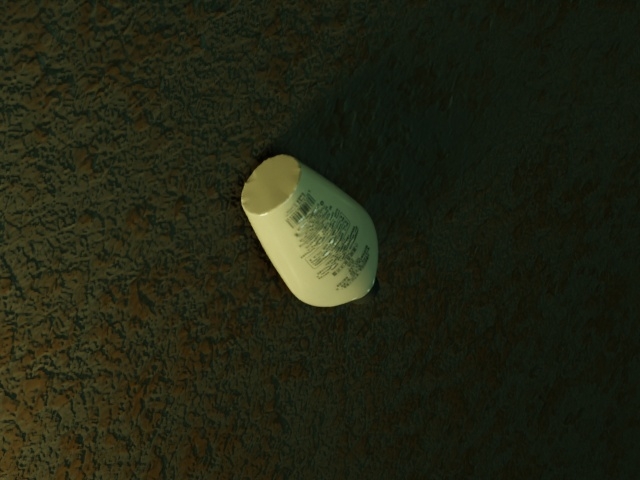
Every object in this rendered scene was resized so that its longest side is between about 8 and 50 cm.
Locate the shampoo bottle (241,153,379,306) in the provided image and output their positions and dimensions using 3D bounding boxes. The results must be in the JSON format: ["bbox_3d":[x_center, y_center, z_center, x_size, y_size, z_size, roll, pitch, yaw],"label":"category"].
[{"bbox_3d":[0.000,0.000,2.173,0.127,0.078,0.257,-55,141,-12],"label":"shampoo bottle"}]
